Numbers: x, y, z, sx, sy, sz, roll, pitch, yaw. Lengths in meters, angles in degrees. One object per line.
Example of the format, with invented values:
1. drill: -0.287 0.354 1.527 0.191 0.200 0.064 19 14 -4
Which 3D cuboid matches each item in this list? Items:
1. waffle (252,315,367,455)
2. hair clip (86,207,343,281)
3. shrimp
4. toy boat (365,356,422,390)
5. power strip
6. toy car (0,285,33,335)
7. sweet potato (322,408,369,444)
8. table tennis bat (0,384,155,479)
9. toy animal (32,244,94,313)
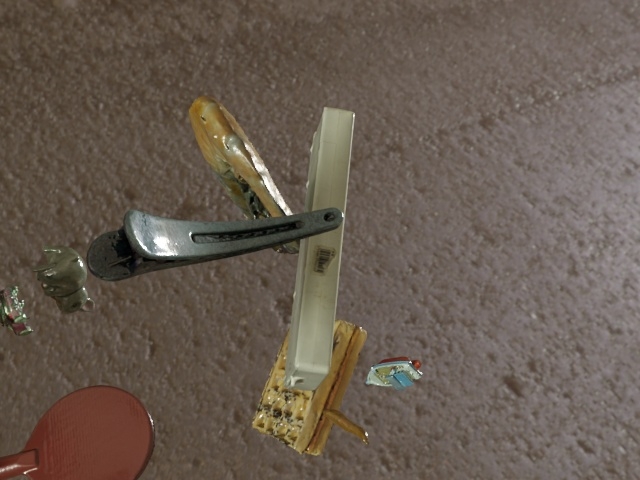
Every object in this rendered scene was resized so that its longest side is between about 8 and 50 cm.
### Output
1. waffle: -0.040 0.393 2.202 0.114 0.261 0.376 29 78 -35
2. hair clip: -0.087 -0.009 0.756 0.275 0.083 0.048 -10 70 -46
3. shrimp: -0.092 -0.067 1.300 0.085 0.445 0.272 -36 63 -7
4. toy boat: 0.168 0.316 1.829 0.069 0.173 0.059 47 55 -16
5. power strip: 0.000 0.000 0.946 0.043 0.106 0.367 9 67 -8
6. toy car: -0.583 0.138 1.481 0.055 0.142 0.069 -18 72 -20
7. sweet potato: 0.049 0.329 1.392 0.115 0.026 0.026 25 34 37
8. table tennis bat: -0.570 0.474 1.754 0.414 0.051 0.268 -16 64 4
9. toy animal: -0.630 0.122 1.961 0.138 0.236 0.108 -4 38 16
